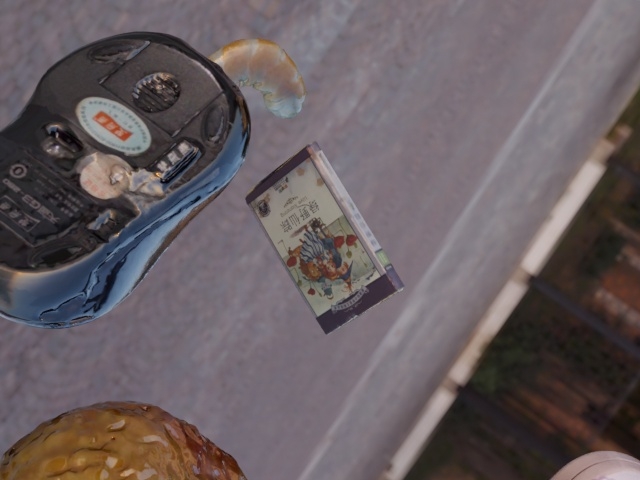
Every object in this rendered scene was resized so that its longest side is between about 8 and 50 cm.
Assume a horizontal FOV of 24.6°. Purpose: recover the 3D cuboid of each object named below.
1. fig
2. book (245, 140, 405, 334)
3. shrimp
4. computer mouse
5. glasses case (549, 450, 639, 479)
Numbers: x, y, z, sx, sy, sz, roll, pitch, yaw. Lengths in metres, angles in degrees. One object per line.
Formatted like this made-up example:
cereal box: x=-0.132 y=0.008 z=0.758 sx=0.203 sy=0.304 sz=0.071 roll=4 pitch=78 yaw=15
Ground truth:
fig: x=-0.235 y=0.304 z=1.261 sx=0.369 sy=0.286 sz=0.286 roll=-21 pitch=174 yaw=13
book: x=-0.001 y=0.000 z=1.992 sx=0.026 sy=0.231 sz=0.157 roll=-27 pitch=174 yaw=-47
shrimp: x=-0.100 y=-0.173 z=1.823 sx=0.166 sy=0.049 sz=0.161 roll=-39 pitch=139 yaw=0
computer mouse: x=-0.148 y=-0.036 z=0.953 sx=0.233 sy=0.137 sz=0.096 roll=-43 pitch=157 yaw=-27
glasses case: x=0.166 y=0.294 z=1.146 sx=0.113 sy=0.075 sz=0.297 roll=26 pitch=103 yaw=-33
